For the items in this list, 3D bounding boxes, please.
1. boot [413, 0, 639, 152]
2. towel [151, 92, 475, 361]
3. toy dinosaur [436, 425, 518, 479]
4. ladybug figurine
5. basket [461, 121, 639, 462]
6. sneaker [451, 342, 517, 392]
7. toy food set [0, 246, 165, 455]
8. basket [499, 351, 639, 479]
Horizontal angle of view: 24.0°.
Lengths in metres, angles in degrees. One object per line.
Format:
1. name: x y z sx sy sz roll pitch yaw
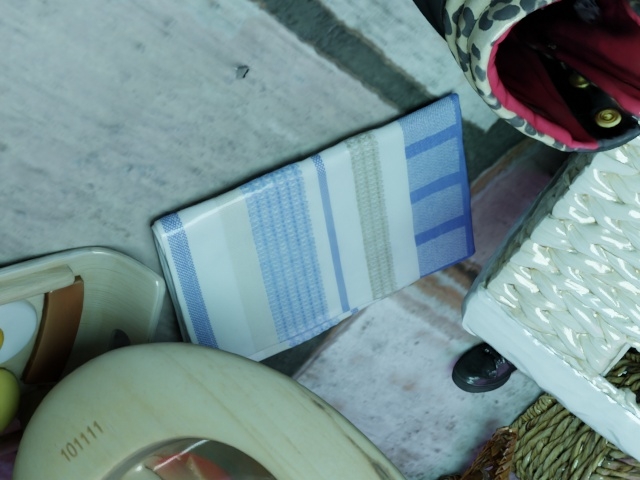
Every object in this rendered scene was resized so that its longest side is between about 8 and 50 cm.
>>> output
1. boot: 0.166 -0.179 1.012 0.377 0.284 0.138 13 123 -40
2. towel: 0.000 0.000 1.292 0.285 0.034 0.209 -25 139 -12
3. toy dinosaur: 0.123 0.316 1.653 0.218 0.164 0.321 -14 121 -43
4. ladybug figurine: -0.044 0.276 1.144 0.305 0.449 0.162 -40 167 7
5. basket: 0.346 0.006 1.199 0.266 0.328 0.331 -56 174 32
6. sneaker: 0.210 0.091 1.515 0.170 0.051 0.089 -17 139 -25
7. toy food set: -0.276 0.139 1.175 0.306 0.092 0.219 -17 140 -36
8. basket: 0.382 0.231 1.633 0.299 0.223 0.213 23 98 -20
